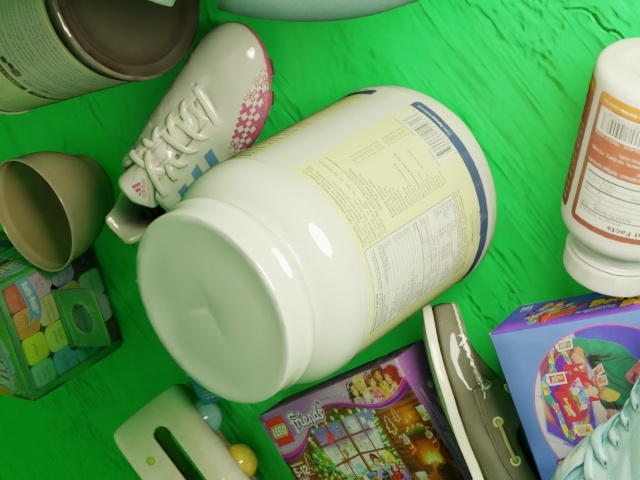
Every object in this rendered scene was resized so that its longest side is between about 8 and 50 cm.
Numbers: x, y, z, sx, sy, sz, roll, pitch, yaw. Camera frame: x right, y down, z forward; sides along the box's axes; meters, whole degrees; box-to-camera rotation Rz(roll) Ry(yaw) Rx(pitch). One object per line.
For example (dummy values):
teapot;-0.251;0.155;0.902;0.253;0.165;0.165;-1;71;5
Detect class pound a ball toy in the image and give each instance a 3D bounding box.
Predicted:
pound a ball toy;-0.132;0.344;1.823;0.319;0.136;0.208;51;179;8

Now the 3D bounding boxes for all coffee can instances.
coffee can;-0.305;-0.265;1.598;0.275;0.201;0.201;-7;109;46

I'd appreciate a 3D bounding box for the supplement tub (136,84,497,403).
supplement tub;0.000;0.000;1.371;0.235;0.325;0.235;24;129;33

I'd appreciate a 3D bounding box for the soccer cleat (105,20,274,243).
soccer cleat;-0.158;-0.110;1.595;0.116;0.143;0.331;45;137;14

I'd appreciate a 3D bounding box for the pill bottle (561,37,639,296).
pill bottle;0.282;-0.061;1.215;0.121;0.121;0.216;30;132;28

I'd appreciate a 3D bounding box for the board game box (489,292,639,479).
board game box;0.333;0.216;1.324;0.233;0.078;0.347;-13;102;36

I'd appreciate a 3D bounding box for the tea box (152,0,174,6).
tea box;-0.226;-0.430;1.239;0.220;0.323;0.329;33;101;25

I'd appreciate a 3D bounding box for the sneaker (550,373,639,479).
sneaker;0.276;0.204;1.220;0.150;0.135;0.366;10;114;24

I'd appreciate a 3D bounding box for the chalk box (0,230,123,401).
chalk box;-0.417;0.105;1.952;0.289;0.179;0.180;4;117;43

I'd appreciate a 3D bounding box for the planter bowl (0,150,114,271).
planter bowl;-0.348;-0.053;1.840;0.162;0.109;0.162;24;129;33

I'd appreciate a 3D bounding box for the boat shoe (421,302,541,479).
boat shoe;0.189;0.203;1.490;0.091;0.109;0.305;-19;89;7

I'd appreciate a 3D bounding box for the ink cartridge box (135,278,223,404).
ink cartridge box;-0.132;0.101;1.748;0.139;0.082;0.191;-23;99;49

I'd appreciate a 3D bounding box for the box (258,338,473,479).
box;0.069;0.254;1.663;0.293;0.057;0.201;-30;91;49

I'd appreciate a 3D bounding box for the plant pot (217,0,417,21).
plant pot;0.042;-0.318;1.212;0.195;0.290;0.290;15;134;-7
